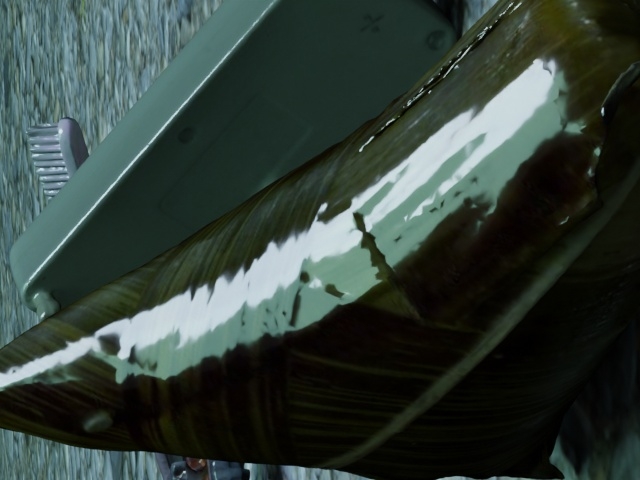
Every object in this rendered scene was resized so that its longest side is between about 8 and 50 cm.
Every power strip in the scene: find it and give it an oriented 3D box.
[{"bbox_3d":[-0.018,-0.024,0.876,0.215,0.145,0.061,-48,36,14],"label":"power strip"}]

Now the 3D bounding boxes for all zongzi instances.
[{"bbox_3d":[0.000,0.000,0.651,0.247,0.241,0.111,113,151,-52],"label":"zongzi"}]

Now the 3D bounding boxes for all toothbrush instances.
[{"bbox_3d":[-0.115,0.075,1.183,0.024,0.029,0.354,-74,-24,-51],"label":"toothbrush"}]

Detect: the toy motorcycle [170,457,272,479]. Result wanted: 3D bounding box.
[{"bbox_3d":[-0.051,0.207,1.107,0.122,0.080,0.215,105,151,-43],"label":"toy motorcycle"}]
